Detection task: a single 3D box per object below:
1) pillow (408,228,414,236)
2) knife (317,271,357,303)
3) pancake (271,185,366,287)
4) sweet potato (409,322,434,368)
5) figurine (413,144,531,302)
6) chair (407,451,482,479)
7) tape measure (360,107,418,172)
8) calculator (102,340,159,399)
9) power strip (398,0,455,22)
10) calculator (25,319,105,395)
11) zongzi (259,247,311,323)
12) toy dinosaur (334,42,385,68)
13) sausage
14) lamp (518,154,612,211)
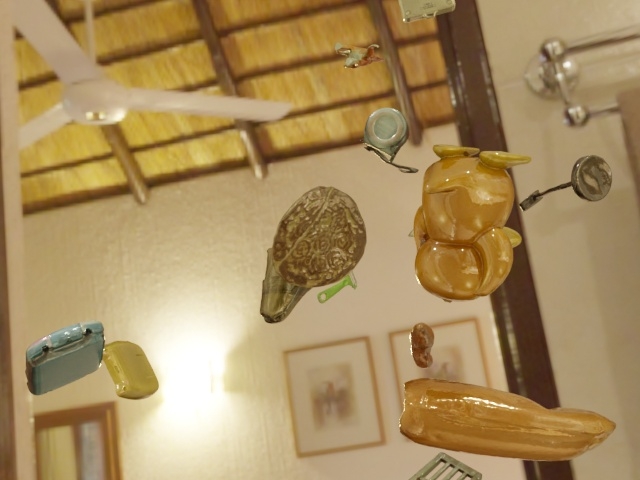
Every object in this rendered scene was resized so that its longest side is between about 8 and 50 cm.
[{"bbox_3d":[0.382,-0.037,2.488,0.230,0.148,0.050,15,-38,27],"label":"pillow"},{"bbox_3d":[0.045,0.121,2.351,0.023,0.078,0.166,-21,7,41],"label":"knife"},{"bbox_3d":[0.000,0.000,2.058,0.250,0.250,0.031,0,17,-28],"label":"pancake"},{"bbox_3d":[0.217,0.218,1.865,0.058,0.055,0.202,-35,-33,-15],"label":"sweet potato"},{"bbox_3d":[0.224,-0.030,1.376,0.215,0.228,0.215,-12,25,6],"label":"figurine"},{"bbox_3d":[0.256,0.655,2.111,0.136,0.147,0.270,22,35,39],"label":"chair"},{"bbox_3d":[0.169,-0.226,1.997,0.104,0.107,0.180,31,0,31],"label":"tape measure"},{"bbox_3d":[-0.458,0.312,2.145,0.033,0.157,0.236,-31,-10,7],"label":"calculator"},{"bbox_3d":[0.174,-0.606,1.709,0.106,0.367,0.043,-13,-1,8],"label":"power strip"},{"bbox_3d":[-0.539,0.251,1.864,0.173,0.051,0.293,-23,-17,-26],"label":"calculator"},{"bbox_3d":[-0.065,0.147,2.480,0.112,0.221,0.242,-5,-24,43],"label":"zongzi"},{"bbox_3d":[0.113,-0.455,2.213,0.142,0.057,0.212,5,9,-41],"label":"toy dinosaur"},{"bbox_3d":[0.308,0.303,1.451,0.354,0.116,0.134,8,-19,6],"label":"sausage"},{"bbox_3d":[0.601,-0.103,2.199,0.130,0.108,0.371,-35,-6,-22],"label":"lamp"}]
